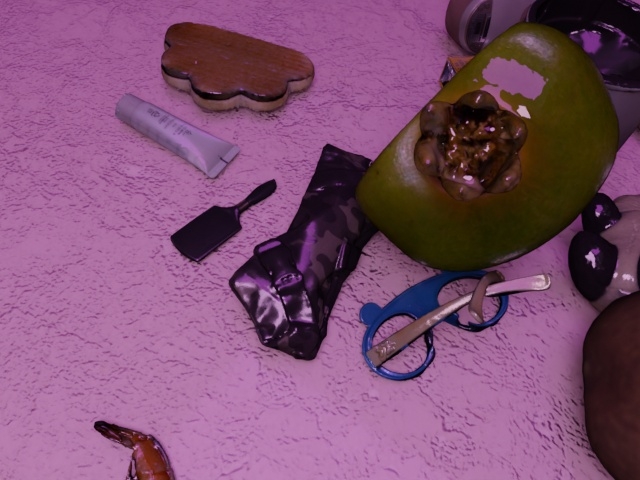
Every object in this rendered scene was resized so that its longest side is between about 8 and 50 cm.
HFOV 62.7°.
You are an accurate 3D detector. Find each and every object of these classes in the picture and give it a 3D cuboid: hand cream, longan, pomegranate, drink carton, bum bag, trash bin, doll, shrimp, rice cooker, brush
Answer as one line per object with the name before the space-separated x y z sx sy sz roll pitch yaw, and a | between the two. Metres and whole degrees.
hand cream | -0.235 -0.172 0.850 0.205 0.049 0.078 30 55 8
longan | 0.410 0.169 0.587 0.246 0.215 0.245 5 44 -5
pomegranate | 0.200 -0.079 0.603 0.216 0.310 0.358 48 19 2
drink carton | 0.331 -0.316 0.993 0.200 0.074 0.084 -11 58 -15
bum bag | 0.000 0.000 0.726 0.144 0.095 0.340 34 60 -4
trash bin | 0.370 -0.206 0.808 0.278 0.262 0.217 -1 56 -6
doll | 0.442 0.010 0.748 0.144 0.135 0.234 10 49 31
shrimp | -0.253 0.266 0.549 0.195 0.035 0.147 -7 59 -19
rice cooker | 0.347 -0.454 1.051 0.207 0.145 0.127 -23 51 -23
brush | -0.133 -0.038 0.786 0.063 0.016 0.193 39 61 19

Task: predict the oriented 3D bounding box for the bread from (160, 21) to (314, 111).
bread | -0.164 -0.301 0.939 0.287 0.056 0.207 20 53 7

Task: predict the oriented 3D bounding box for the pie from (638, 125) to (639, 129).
pie | 0.616 -0.271 1.001 0.129 0.068 0.282 -17 55 -18

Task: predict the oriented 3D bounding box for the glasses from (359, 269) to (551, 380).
glasses | 0.177 0.098 0.652 0.239 0.207 0.102 -26 98 -20
